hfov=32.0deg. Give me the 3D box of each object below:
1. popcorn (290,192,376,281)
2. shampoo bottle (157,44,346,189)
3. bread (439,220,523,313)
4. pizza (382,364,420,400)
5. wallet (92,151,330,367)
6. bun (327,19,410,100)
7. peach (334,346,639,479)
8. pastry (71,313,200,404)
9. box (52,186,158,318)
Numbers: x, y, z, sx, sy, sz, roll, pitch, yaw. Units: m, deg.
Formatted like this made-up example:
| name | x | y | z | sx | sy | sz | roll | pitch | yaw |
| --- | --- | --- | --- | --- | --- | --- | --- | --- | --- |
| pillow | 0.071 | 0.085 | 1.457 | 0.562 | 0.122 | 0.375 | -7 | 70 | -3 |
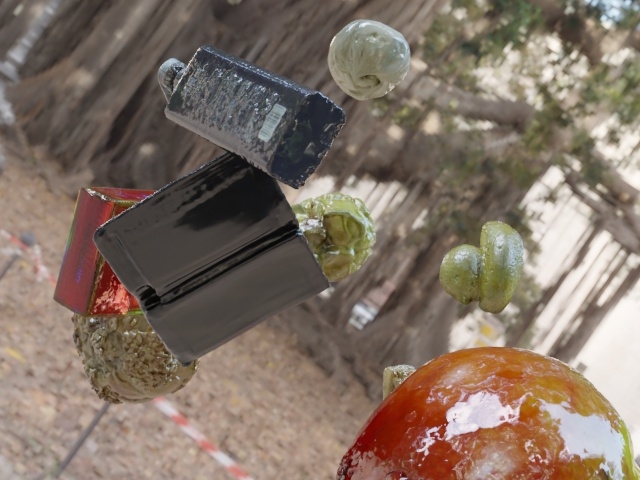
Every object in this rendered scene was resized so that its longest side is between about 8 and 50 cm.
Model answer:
| name | x | y | z | sx | sy | sz | roll | pitch | yaw |
| --- | --- | --- | --- | --- | --- | --- | --- | --- | --- |
| popcorn | 0.002 | 0.000 | 2.315 | 0.217 | 0.235 | 0.181 | -174 | -118 | -81 |
| shampoo bottle | -0.098 | -0.150 | 1.230 | 0.071 | 0.098 | 0.309 | 28 | 3 | -41 |
| bread | 0.305 | 0.037 | 2.106 | 0.149 | 0.188 | 0.065 | 15 | -19 | 13 |
| pizza | 0.183 | 0.271 | 1.856 | 0.194 | 0.154 | 0.069 | -20 | -17 | 42 |
| wallet | -0.139 | 0.029 | 1.475 | 0.041 | 0.247 | 0.323 | 61 | -1 | 43 |
| bun | 0.097 | -0.372 | 2.360 | 0.183 | 0.183 | 0.102 | 37 | 35 | -18 |
| peach | 0.179 | 0.295 | 1.266 | 0.370 | 0.370 | 0.370 | 36 | -3 | 2 |
| pastry | -0.374 | 0.201 | 2.177 | 0.311 | 0.162 | 0.255 | -28 | -90 | 47 |
| box | -0.285 | 0.020 | 1.872 | 0.089 | 0.197 | 0.313 | 24 | 13 | 32 |
